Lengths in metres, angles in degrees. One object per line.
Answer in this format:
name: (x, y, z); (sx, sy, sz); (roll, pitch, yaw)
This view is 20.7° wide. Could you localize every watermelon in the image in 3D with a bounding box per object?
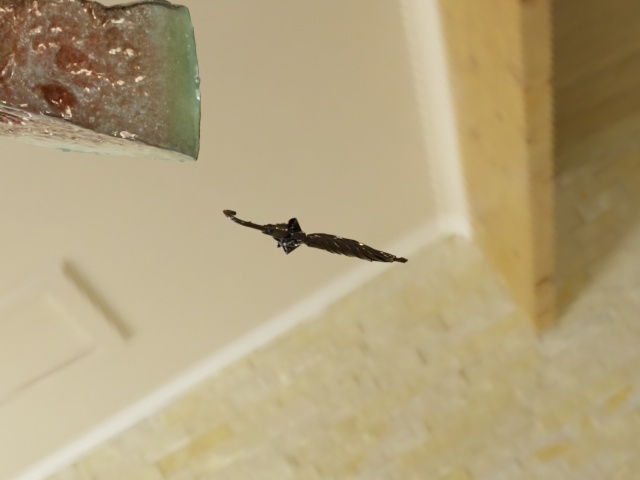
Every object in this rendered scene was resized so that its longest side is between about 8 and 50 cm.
watermelon: (-0.201, -0.107, 1.048); (0.154, 0.094, 0.241); (-3, -9, 39)

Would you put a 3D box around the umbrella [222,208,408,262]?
umbrella: (0.002, 0.002, 1.021); (0.149, 0.022, 0.022); (15, -74, -39)
